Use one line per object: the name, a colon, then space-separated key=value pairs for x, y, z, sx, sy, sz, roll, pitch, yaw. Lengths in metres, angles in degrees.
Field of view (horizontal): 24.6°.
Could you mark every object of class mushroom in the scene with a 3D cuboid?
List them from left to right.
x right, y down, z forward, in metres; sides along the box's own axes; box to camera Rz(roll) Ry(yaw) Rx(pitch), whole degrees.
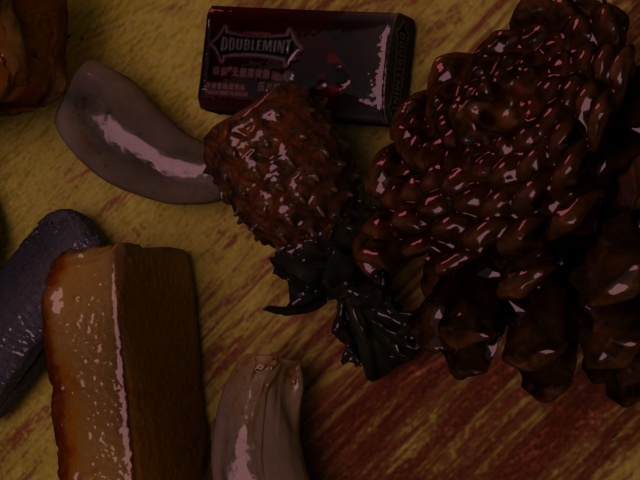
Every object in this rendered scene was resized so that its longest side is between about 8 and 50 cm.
mushroom: x=-0.176 y=-0.099 z=1.606 sx=0.270 sy=0.103 sz=0.118 roll=28 pitch=90 yaw=16
mushroom: x=-0.036 y=0.288 z=1.503 sx=0.123 sy=0.095 sz=0.351 roll=-15 pitch=83 yaw=4

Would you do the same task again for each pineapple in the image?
pineapple: x=0.000 y=0.000 z=1.479 sx=0.170 sy=0.141 sz=0.310 roll=-31 pitch=93 yaw=16

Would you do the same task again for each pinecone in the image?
pinecone: x=0.239 y=-0.010 z=1.301 sx=0.384 sy=0.384 sz=0.384 roll=-1 pitch=87 yaw=25

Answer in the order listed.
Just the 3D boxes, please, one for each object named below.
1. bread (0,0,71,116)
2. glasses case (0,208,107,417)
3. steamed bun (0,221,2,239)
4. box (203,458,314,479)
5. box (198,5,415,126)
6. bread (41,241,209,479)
bread: x=-0.431 y=-0.210 z=1.652 sx=0.344 sy=0.149 sz=0.195 roll=-11 pitch=76 yaw=40
glasses case: x=-0.342 y=0.088 z=1.686 sx=0.109 sy=0.067 sz=0.282 roll=46 pitch=109 yaw=30
steamed bun: x=-0.483 y=0.009 z=1.662 sx=0.144 sy=0.211 sz=0.218 roll=-24 pitch=44 yaw=32
box: x=-0.056 y=0.281 z=1.571 sx=0.156 sy=0.022 sz=0.089 roll=23 pitch=96 yaw=23
box: x=-0.016 y=-0.184 z=1.550 sx=0.224 sy=0.069 sz=0.120 roll=8 pitch=92 yaw=26
bread: x=-0.206 y=0.141 z=1.560 sx=0.114 sy=0.185 sz=0.275 roll=-5 pitch=86 yaw=20
